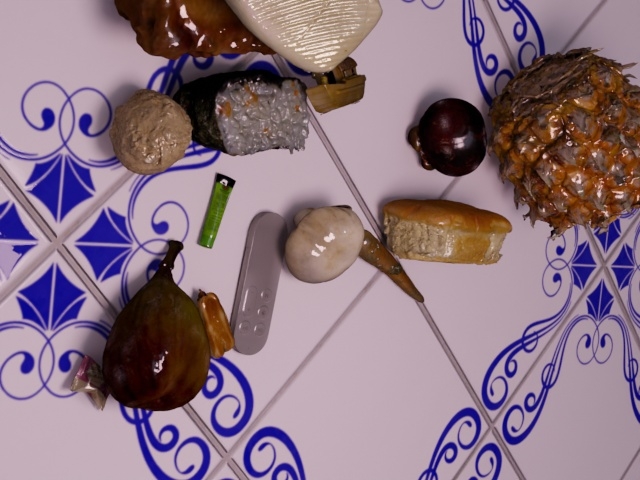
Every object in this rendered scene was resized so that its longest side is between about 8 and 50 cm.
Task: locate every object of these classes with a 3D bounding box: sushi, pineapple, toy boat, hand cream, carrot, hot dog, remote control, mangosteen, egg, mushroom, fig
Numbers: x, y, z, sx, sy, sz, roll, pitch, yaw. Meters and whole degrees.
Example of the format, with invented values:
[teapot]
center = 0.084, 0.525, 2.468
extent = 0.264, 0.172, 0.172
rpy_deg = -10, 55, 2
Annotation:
[sushi]
center = -0.121, -0.204, 1.722
extent = 0.225, 0.126, 0.136
rpy_deg = -5, 99, -43
[pineapple]
center = 0.501, -0.200, 2.134
extent = 0.352, 0.352, 0.300
rpy_deg = -50, 124, -25
[toy boat]
center = 0.023, -0.262, 1.819
extent = 0.226, 0.068, 0.088
rpy_deg = -35, 110, -69
[hand cream]
center = -0.169, -0.047, 1.766
extent = 0.036, 0.023, 0.122
rpy_deg = 22, 80, -30
[carrot]
center = 0.132, 0.054, 2.042
extent = 0.254, 0.049, 0.049
rpy_deg = 43, 68, -42
[hot dog]
center = -0.176, 0.135, 1.779
extent = 0.056, 0.041, 0.133
rpy_deg = -34, 125, -33
[remote control]
center = -0.105, 0.072, 1.841
extent = 0.077, 0.022, 0.245
rpy_deg = 13, 87, -44
[mangosteen]
center = 0.239, -0.191, 2.045
extent = 0.152, 0.152, 0.153
rpy_deg = -7, 100, -41
[egg]
center = -0.251, -0.161, 1.617
extent = 0.118, 0.116, 0.140
rpy_deg = 27, 49, -19
[mushroom]
center = 0.000, 0.000, 1.868
extent = 0.154, 0.122, 0.154
rpy_deg = -33, 153, -19
[fig]
center = -0.240, 0.125, 1.665
extent = 0.170, 0.145, 0.274
rpy_deg = 29, 60, -47

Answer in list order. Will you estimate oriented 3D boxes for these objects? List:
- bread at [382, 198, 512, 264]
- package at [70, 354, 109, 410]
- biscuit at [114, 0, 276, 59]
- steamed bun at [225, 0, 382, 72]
[bread]
center = 0.233, -0.016, 2.030
extent = 0.245, 0.174, 0.121
rpy_deg = 8, 86, -42
[package]
center = -0.340, 0.217, 1.646
extent = 0.083, 0.029, 0.059
rpy_deg = 49, 57, -46
[biscuit]
center = -0.128, -0.451, 1.652
extent = 0.395, 0.166, 0.343
rpy_deg = -9, 106, -40
[steamed bun]
center = -0.040, -0.358, 1.546
extent = 0.238, 0.152, 0.170
rpy_deg = 37, 98, -34
